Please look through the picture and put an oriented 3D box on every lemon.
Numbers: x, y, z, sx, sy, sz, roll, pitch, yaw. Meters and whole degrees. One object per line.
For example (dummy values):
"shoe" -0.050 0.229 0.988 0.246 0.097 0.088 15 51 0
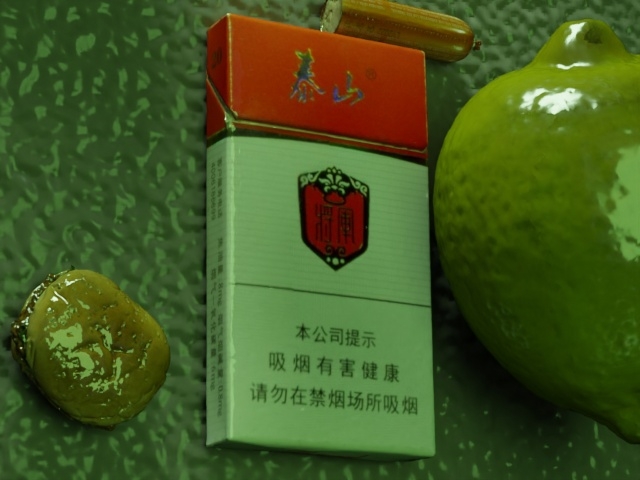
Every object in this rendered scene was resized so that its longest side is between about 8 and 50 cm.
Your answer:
"lemon" 0.159 -0.002 1.123 0.184 0.184 0.248 -8 86 -32

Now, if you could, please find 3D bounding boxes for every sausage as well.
"sausage" 0.051 -0.127 1.178 0.107 0.031 0.031 7 74 -29

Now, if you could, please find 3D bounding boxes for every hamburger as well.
"hamburger" -0.120 0.056 1.023 0.083 0.044 0.076 42 61 -18

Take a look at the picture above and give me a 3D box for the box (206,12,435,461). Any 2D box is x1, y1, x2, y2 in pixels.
"box" 0.000 0.000 1.114 0.139 0.035 0.245 9 74 -29
